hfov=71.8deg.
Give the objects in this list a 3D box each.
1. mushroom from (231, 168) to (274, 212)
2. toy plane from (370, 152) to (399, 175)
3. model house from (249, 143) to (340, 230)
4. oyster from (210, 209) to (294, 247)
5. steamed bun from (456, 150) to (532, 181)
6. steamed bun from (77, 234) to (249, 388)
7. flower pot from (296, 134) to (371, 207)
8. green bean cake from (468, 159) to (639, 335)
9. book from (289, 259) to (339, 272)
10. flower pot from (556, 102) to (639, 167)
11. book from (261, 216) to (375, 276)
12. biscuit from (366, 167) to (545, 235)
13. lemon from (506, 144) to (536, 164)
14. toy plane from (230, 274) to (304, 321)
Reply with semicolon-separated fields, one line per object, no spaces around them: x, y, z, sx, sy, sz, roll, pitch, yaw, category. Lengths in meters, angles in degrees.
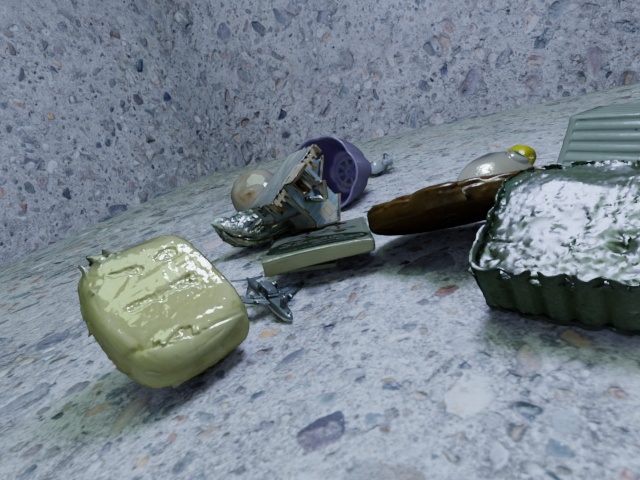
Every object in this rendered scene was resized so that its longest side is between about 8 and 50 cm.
-0.239;-0.168;1.735;0.207;0.207;0.215;-14;-16;5;mushroom
0.269;-0.333;1.938;0.174;0.080;0.174;-28;5;3;toy plane
-0.040;-0.116;1.273;0.178;0.206;0.271;-6;45;51;model house
-0.174;-0.055;1.381;0.351;0.158;0.162;-12;-22;-35;oyster
0.476;-0.175;1.212;0.228;0.130;0.177;-23;17;-17;steamed bun
-0.279;0.128;0.779;0.273;0.166;0.232;41;51;16;steamed bun
0.056;-0.250;1.618;0.265;0.265;0.243;-6;9;27;flower pot
0.372;-0.004;0.660;0.241;0.132;0.255;0;47;42;green bean cake
-0.001;0.037;1.149;0.127;0.014;0.181;-9;18;17;book
0.650;-0.173;0.926;0.209;0.239;0.189;-47;28;-10;flower pot
0.000;0.000;1.142;0.260;0.043;0.371;-14;10;4;book
0.287;-0.084;0.950;0.394;0.070;0.350;-11;-9;21;biscuit
0.648;-0.267;1.425;0.082;0.082;0.111;-21;22;-18;lemon
-0.115;0.116;0.933;0.226;0.058;0.226;-7;11;-31;toy plane
